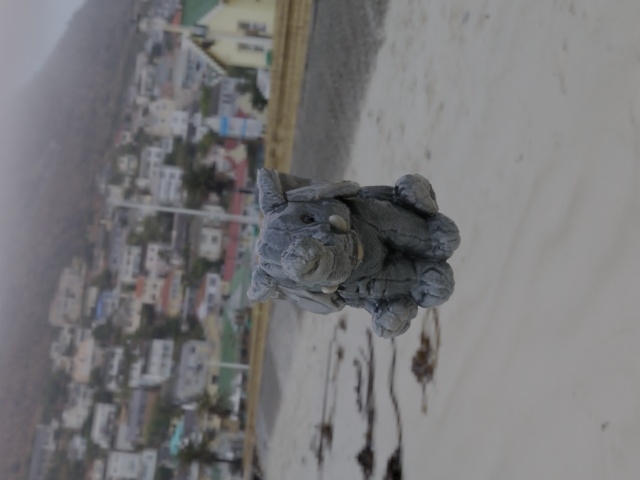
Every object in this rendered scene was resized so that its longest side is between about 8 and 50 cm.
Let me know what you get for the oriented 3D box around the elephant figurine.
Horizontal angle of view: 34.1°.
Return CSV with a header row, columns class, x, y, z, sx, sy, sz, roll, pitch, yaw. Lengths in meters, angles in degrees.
class,x,y,z,sx,sy,sz,roll,pitch,yaw
elephant figurine,0.000,0.000,0.957,0.186,0.239,0.169,-40,58,39
